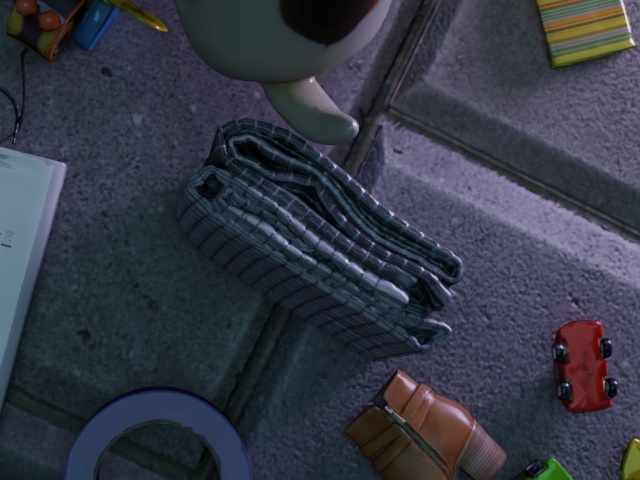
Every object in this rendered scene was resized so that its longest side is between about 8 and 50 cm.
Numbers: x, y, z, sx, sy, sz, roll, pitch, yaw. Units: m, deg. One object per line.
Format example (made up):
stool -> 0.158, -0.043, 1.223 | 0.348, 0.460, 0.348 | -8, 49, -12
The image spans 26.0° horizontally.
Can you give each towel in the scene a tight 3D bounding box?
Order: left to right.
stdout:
towel -> 0.000, 0.000, 1.366 | 0.284, 0.235, 0.121 | 32, 78, -4
towel -> 0.269, -0.312, 1.518 | 0.102, 0.021, 0.237 | -14, 88, -13

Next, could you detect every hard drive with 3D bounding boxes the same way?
hard drive -> -0.397, 0.045, 1.412 | 0.203, 0.040, 0.307 | 14, 86, -6

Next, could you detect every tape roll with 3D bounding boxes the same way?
tape roll -> -0.165, 0.244, 1.411 | 0.189, 0.080, 0.189 | 0, 87, -6

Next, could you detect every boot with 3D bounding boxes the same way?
boot -> 0.083, 0.247, 1.446 | 0.152, 0.073, 0.197 | 39, 73, -4

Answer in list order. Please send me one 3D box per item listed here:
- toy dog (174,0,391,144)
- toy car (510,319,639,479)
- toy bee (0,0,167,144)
toy dog -> -0.016, -0.297, 1.134 | 0.284, 0.408, 0.395 | -3, 81, -24
toy car -> 0.268, 0.233, 1.475 | 0.225, 0.053, 0.239 | -39, 91, -6
toy bee -> -0.248, -0.237, 1.383 | 0.195, 0.162, 0.298 | 12, 86, -8
